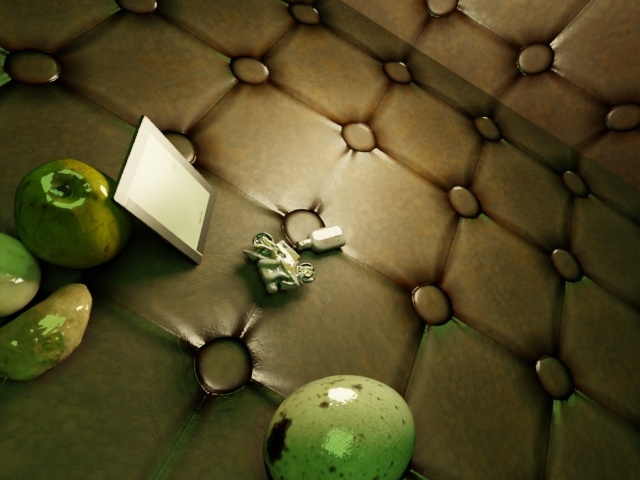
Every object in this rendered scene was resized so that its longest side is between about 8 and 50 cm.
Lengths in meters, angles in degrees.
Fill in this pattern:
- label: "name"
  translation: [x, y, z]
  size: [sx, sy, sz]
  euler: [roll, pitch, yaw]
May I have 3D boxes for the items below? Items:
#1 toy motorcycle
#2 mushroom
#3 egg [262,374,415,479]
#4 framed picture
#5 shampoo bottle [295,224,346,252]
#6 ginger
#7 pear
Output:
- label: "toy motorcycle"
  translation: [-0.130, 0.082, 1.212]
  size: [0.225, 0.073, 0.152]
  euler: [36, 60, -1]
- label: "mushroom"
  translation: [-0.773, 0.086, 0.904]
  size: [0.246, 0.202, 0.246]
  euler: [33, 13, -9]
- label: "egg"
  translation: [0.051, 0.462, 0.956]
  size: [0.380, 0.287, 0.287]
  euler: [-12, 68, -37]
- label: "framed picture"
  translation: [-0.396, -0.121, 1.094]
  size: [0.016, 0.347, 0.264]
  euler: [-7, 60, 18]
- label: "shampoo bottle"
  translation: [0.000, 0.000, 1.321]
  size: [0.165, 0.040, 0.079]
  euler: [-15, 71, -26]
- label: "ginger"
  translation: [-0.625, 0.213, 0.922]
  size: [0.138, 0.152, 0.267]
  euler: [56, 49, -22]
- label: "pear"
  translation: [-0.582, -0.060, 0.980]
  size: [0.253, 0.307, 0.252]
  euler: [8, 69, -22]
